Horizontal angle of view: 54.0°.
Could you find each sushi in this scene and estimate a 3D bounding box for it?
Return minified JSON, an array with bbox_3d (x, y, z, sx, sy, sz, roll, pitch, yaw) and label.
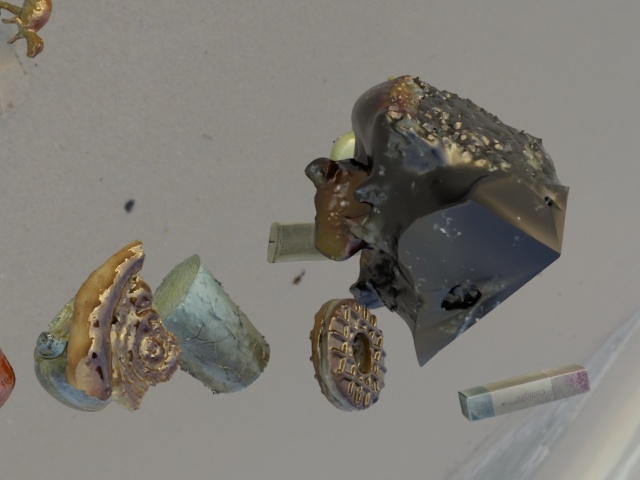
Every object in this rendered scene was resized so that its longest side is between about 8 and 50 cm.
[{"bbox_3d":[0.098,-0.051,0.613,0.215,0.212,0.227,-53,-172,48],"label":"sushi"}]

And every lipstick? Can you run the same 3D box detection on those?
[{"bbox_3d":[0.508,0.377,1.568,0.318,0.066,0.068,-12,-177,-7],"label":"lipstick"}]

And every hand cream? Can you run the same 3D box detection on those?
[{"bbox_3d":[0.000,0.000,0.799,0.037,0.165,0.057,23,69,-54],"label":"hand cream"}]

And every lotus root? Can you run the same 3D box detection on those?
[{"bbox_3d":[-0.591,0.297,1.477,0.322,0.140,0.158,68,28,-53],"label":"lotus root"}]

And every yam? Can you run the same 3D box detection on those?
[{"bbox_3d":[-0.307,0.239,1.687,0.241,0.241,0.348,-46,117,-17],"label":"yam"}]

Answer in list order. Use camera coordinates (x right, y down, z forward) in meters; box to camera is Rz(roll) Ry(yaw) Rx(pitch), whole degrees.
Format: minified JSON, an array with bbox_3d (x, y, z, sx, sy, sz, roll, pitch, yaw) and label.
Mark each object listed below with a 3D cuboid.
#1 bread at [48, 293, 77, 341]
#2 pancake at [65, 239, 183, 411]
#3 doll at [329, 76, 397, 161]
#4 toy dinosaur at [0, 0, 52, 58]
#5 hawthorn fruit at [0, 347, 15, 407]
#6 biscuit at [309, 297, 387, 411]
[{"bbox_3d":[-0.446,0.146,1.217,0.157,0.083,0.094,-29,117,-24],"label":"bread"},{"bbox_3d":[-0.326,0.146,1.011,0.056,0.257,0.212,-21,-176,37],"label":"pancake"},{"bbox_3d":[0.113,-0.288,1.618,0.296,0.117,0.141,-42,165,1],"label":"doll"},{"bbox_3d":[-0.414,-0.353,0.937,0.162,0.126,0.039,-46,169,-17],"label":"toy dinosaur"},{"bbox_3d":[-0.666,0.267,1.151,0.189,0.189,0.189,-39,150,-28],"label":"hawthorn fruit"},{"bbox_3d":[0.083,0.320,1.776,0.332,0.103,0.332,29,55,-52],"label":"biscuit"}]
